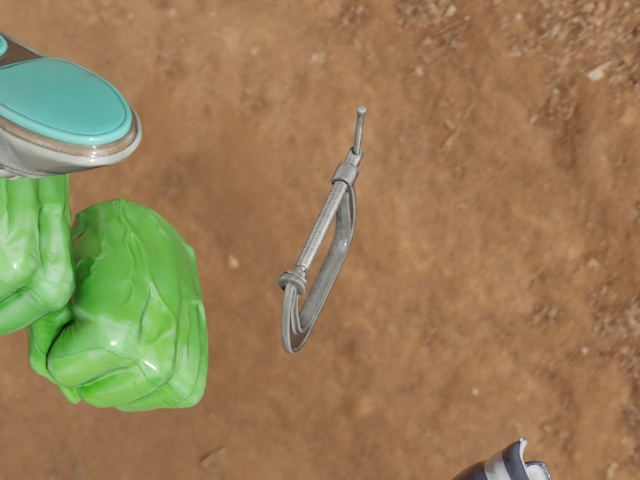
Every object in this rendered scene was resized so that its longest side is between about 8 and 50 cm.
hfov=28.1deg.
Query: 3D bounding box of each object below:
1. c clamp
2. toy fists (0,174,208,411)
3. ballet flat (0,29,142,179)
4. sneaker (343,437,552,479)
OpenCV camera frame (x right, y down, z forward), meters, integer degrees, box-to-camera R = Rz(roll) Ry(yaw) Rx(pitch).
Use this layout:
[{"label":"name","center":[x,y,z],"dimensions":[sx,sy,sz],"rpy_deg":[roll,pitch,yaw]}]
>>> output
[{"label":"c clamp","center":[0.000,0.000,0.945],"dimensions":[0.022,0.161,0.137],"rpy_deg":[17,153,13]},{"label":"toy fists","center":[-0.173,0.020,0.835],"dimensions":[0.096,0.142,0.279],"rpy_deg":[-29,133,16]},{"label":"ballet flat","center":[-0.165,-0.070,0.655],"dimensions":[0.213,0.072,0.068],"rpy_deg":[33,131,33]},{"label":"sneaker","center":[0.088,0.209,0.939],"dimensions":[0.099,0.153,0.282],"rpy_deg":[63,172,-3]}]
